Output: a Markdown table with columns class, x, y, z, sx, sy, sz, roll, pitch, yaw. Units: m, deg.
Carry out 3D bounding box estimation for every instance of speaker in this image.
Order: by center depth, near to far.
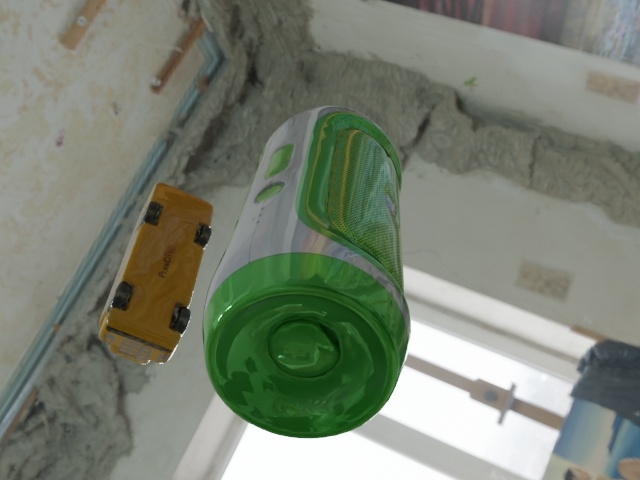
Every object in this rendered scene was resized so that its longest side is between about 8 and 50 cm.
| class | x | y | z | sx | sy | sz | roll | pitch | yaw |
| --- | --- | --- | --- | --- | --- | --- | --- | --- | --- |
| speaker | 0.000 | 0.000 | 0.525 | 0.296 | 0.131 | 0.131 | -82 | 2 | -61 |

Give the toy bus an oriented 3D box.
| class | x | y | z | sx | sy | sz | roll | pitch | yaw |
| --- | --- | --- | --- | --- | --- | --- | --- | --- | --- |
| toy bus | -0.251 | 0.049 | 1.114 | 0.130 | 0.108 | 0.333 | -51 | 22 | 37 |
